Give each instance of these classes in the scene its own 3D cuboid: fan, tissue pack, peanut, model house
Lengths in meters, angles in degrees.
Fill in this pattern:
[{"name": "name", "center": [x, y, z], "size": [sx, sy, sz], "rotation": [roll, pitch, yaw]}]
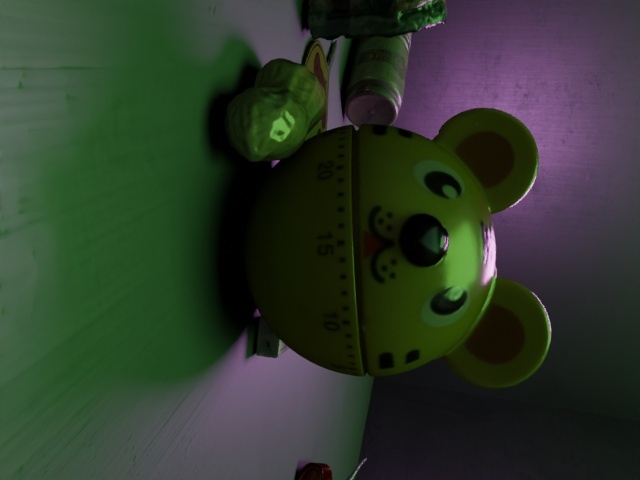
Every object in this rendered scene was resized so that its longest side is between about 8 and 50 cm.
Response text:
[{"name": "fan", "center": [0.000, -0.298, 0.901], "size": [0.229, 0.011, 0.335], "rotation": [78, 21, -55]}, {"name": "tissue pack", "center": [-0.069, 0.144, 0.711], "size": [0.083, 0.042, 0.062], "rotation": [-6, 102, -77]}, {"name": "peanut", "center": [-0.049, -0.156, 0.543], "size": [0.214, 0.090, 0.098], "rotation": [-70, 174, -53]}, {"name": "model house", "center": [0.093, -0.478, 0.744], "size": [0.202, 0.237, 0.237], "rotation": [-59, 148, -50]}]

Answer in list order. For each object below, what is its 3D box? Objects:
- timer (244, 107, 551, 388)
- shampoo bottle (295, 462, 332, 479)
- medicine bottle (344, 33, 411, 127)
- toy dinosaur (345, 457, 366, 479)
[{"name": "timer", "center": [0.105, 0.008, 0.615], "size": [0.376, 0.387, 0.376], "rotation": [-1, 90, -80]}, {"name": "shampoo bottle", "center": [-0.011, 0.626, 1.167], "size": [0.260, 0.064, 0.102], "rotation": [72, 37, -63]}, {"name": "medicine bottle", "center": [0.159, -0.464, 1.238], "size": [0.151, 0.151, 0.322], "rotation": [76, 23, -59]}, {"name": "toy dinosaur", "center": [0.016, 0.722, 1.160], "size": [0.393, 0.092, 0.205], "rotation": [-58, 171, -45]}]
